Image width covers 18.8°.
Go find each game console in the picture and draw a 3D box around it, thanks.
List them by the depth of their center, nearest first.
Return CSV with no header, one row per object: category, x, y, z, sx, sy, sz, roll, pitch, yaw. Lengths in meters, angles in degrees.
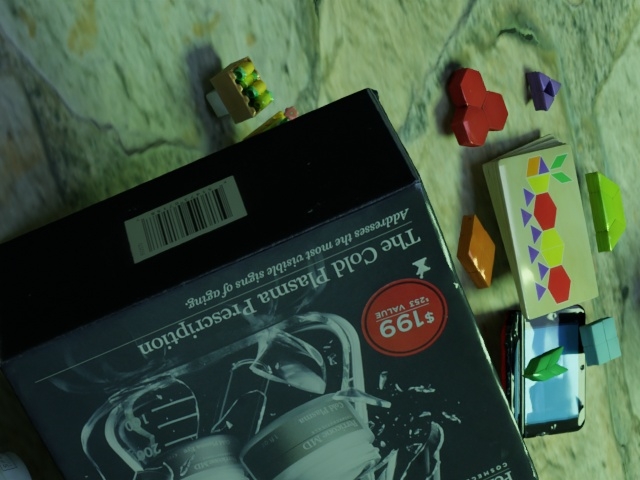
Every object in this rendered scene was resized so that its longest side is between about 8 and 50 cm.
game console,0.238,0.148,2.056,0.124,0.085,0.144,-49,138,-76

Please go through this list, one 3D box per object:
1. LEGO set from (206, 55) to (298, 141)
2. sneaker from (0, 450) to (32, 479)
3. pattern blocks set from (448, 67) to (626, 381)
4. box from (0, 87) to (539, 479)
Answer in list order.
LEGO set,-0.021,-0.019,1.689,0.132,0.107,0.287,-1,91,-24
sneaker,-0.261,0.296,1.549,0.091,0.094,0.258,-18,106,-26
pattern blocks set,0.231,-0.016,2.031,0.285,0.026,0.325,-2,85,-47
box,-0.044,0.103,1.550,0.343,0.179,0.312,-24,121,1
